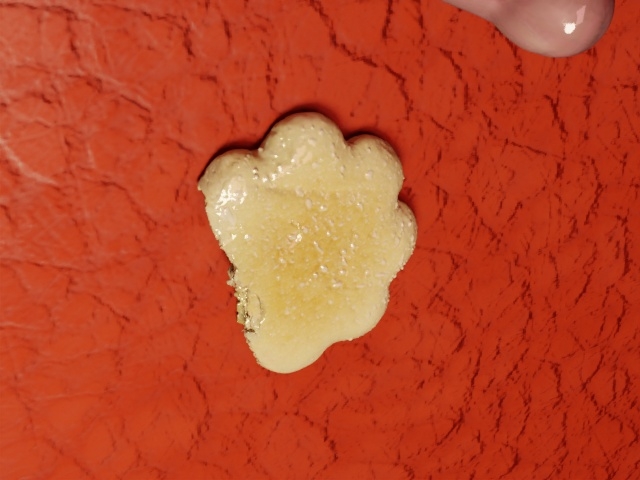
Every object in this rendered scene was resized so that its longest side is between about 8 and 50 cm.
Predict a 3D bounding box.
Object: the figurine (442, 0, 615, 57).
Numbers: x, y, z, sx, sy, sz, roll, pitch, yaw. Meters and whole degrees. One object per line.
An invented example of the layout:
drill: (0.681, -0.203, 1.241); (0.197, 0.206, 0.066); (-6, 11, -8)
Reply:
figurine: (0.122, -0.275, 1.223); (0.211, 0.261, 0.269); (19, 115, -9)

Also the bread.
bread: (0.000, 0.000, 1.451); (0.182, 0.039, 0.251); (-26, 132, -12)
